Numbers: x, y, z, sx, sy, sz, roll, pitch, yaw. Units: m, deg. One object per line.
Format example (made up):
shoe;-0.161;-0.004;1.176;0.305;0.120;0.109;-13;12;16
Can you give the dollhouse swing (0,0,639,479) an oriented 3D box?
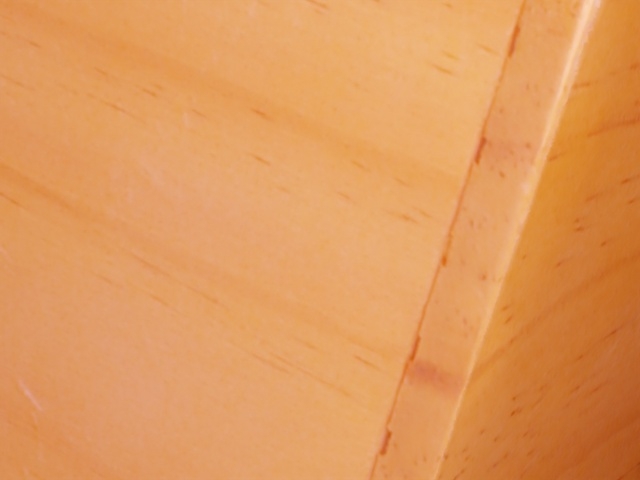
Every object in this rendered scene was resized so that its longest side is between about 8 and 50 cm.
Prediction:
dollhouse swing;-0.020;-0.022;0.718;0.305;0.347;0.315;26;20;28
